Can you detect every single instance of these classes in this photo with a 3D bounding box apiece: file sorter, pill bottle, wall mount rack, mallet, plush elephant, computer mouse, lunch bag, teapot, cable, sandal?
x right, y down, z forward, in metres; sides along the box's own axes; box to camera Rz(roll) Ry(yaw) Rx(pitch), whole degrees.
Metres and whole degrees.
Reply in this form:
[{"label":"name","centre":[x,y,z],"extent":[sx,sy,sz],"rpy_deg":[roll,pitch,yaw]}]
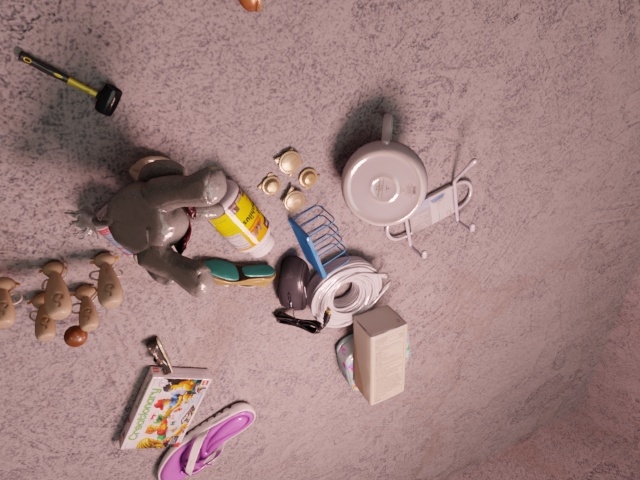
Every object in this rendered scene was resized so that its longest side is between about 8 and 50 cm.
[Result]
[{"label":"file sorter","centre":[0.000,0.000,1.417],"extent":[0.104,0.118,0.170],"rpy_deg":[-33,131,-12]},{"label":"pill bottle","centre":[-0.456,-0.015,1.163],"extent":[0.087,0.087,0.160],"rpy_deg":[-38,131,-2]},{"label":"wall mount rack","centre":[0.375,-0.112,1.545],"extent":[0.350,0.130,0.304],"rpy_deg":[-28,130,-12]},{"label":"mallet","centre":[-0.492,-0.325,0.972],"extent":[0.189,0.039,0.062],"rpy_deg":[33,102,-36]},{"label":"plush elephant","centre":[-0.333,-0.056,1.067],"extent":[0.330,0.255,0.272],"rpy_deg":[7,108,8]},{"label":"computer mouse","centre":[-0.053,0.180,1.475],"extent":[0.184,0.060,0.262],"rpy_deg":[16,120,11]},{"label":"lunch bag","centre":[0.202,0.413,1.814],"extent":[0.279,0.108,0.224],"rpy_deg":[-25,125,-15]},{"label":"teapot","centre":[0.180,-0.178,1.362],"extent":[0.252,0.187,0.256],"rpy_deg":[44,115,-11]},{"label":"cable","centre":[0.076,0.167,1.590],"extent":[0.257,0.089,0.257],"rpy_deg":[24,107,-38]},{"label":"pill bottle","centre":[-0.209,-0.049,1.262],"extent":[0.117,0.117,0.215],"rpy_deg":[-39,132,-1]},{"label":"sandal","centre":[-0.397,0.723,1.683],"extent":[0.416,0.102,0.169],"rpy_deg":[-42,131,2]}]

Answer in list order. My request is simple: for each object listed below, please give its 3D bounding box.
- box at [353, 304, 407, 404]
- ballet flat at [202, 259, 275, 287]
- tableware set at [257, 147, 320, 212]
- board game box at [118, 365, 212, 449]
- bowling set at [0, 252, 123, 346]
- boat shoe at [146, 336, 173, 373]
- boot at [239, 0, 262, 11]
[{"label":"box","centre":[0.201,0.390,1.654],"extent":[0.148,0.121,0.311],"rpy_deg":[-15,122,-22]},{"label":"ballet flat","centre":[-0.238,0.106,1.380],"extent":[0.232,0.080,0.073],"rpy_deg":[7,132,-32]},{"label":"tableware set","centre":[-0.080,-0.161,1.326],"extent":[0.141,0.020,0.168],"rpy_deg":[-50,130,6]},{"label":"board game box","centre":[-0.490,0.530,1.533],"extent":[0.193,0.053,0.305],"rpy_deg":[14,113,-35]},{"label":"bowling set","centre":[-0.625,0.154,1.169],"extent":[0.287,0.154,0.200],"rpy_deg":[-7,142,-28]},{"label":"boat shoe","centre":[-0.469,0.342,1.422],"extent":[0.042,0.049,0.133],"rpy_deg":[-25,124,-16]},{"label":"boot","centre":[-0.251,-0.531,0.916],"extent":[0.220,0.109,0.283],"rpy_deg":[-34,129,-7]}]
